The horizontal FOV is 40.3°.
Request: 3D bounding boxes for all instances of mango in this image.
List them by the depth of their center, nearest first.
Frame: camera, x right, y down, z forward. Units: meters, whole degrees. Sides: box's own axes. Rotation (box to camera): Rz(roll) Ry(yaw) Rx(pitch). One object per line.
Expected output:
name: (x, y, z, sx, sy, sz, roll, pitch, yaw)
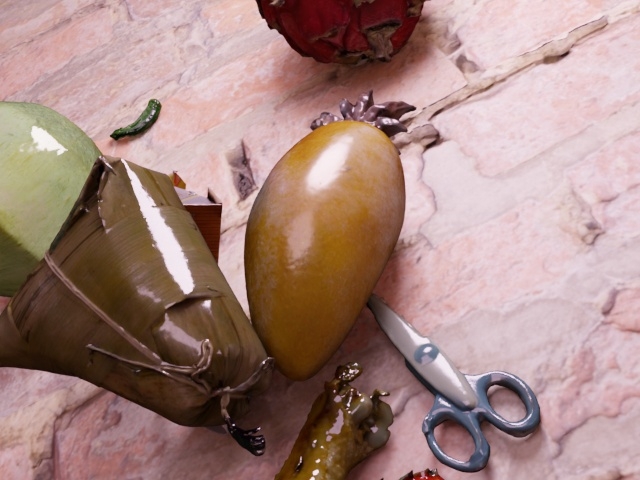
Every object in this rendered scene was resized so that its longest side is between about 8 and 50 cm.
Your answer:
mango: (0.000, 0.000, 1.147, 0.221, 0.198, 0.384, -46, 23, 57)

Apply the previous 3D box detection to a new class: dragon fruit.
dragon fruit: (0.033, -0.453, 1.459, 0.329, 0.329, 0.329, -14, 47, 16)

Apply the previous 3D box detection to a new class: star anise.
star anise: (0.056, -0.176, 1.378, 0.195, 0.065, 0.182, 11, 56, 39)

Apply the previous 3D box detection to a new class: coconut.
coconut: (-0.489, -0.047, 1.383, 0.281, 0.328, 0.328, 25, 65, 20)

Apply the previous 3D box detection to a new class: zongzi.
zongzi: (-0.235, 0.165, 1.048, 0.418, 0.181, 0.447, -45, 57, 14)

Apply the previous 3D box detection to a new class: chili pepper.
chili pepper: (-0.344, -0.218, 1.648, 0.118, 0.035, 0.055, -39, 32, 5)

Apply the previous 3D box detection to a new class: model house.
model house: (-0.214, 0.028, 1.260, 0.135, 0.220, 0.207, 17, 22, 27)

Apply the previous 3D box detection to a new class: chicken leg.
chicken leg: (-0.030, 0.321, 0.947, 0.201, 0.153, 0.429, 14, 51, 21)

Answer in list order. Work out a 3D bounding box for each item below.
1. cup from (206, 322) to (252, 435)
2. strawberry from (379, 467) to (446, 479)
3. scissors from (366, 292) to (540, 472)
cup: (-0.144, 0.167, 1.145, 0.136, 0.099, 0.133, 26, 65, 18)
strawberry: (0.096, 0.314, 0.885, 0.131, 0.131, 0.148, -21, 46, 9)
scissors: (0.137, 0.154, 1.061, 0.138, 0.041, 0.289, -34, 47, -9)
